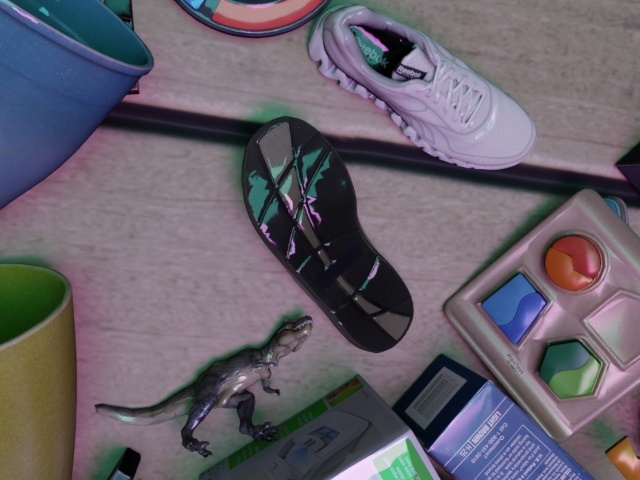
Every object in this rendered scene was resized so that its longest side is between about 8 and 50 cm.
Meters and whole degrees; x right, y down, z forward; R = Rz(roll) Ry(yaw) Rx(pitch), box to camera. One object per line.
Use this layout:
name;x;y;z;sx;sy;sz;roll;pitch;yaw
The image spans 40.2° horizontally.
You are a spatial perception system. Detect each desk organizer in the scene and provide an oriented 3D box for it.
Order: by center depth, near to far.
desk organizer;-0.230;-0.225;0.963;0.050;0.047;0.130;-5;94;-10

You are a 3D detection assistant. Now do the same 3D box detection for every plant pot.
plant pot;-0.342;-0.145;0.825;0.272;0.271;0.255;36;103;-9
plant pot;-0.360;0.209;0.878;0.275;0.275;0.293;-10;109;-8

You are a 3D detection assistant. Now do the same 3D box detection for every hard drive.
hard drive;-0.245;0.301;0.964;0.022;0.094;0.135;33;88;-5

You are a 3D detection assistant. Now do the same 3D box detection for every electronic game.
electronic game;-0.077;-0.343;0.978;0.229;0.048;0.229;0;93;-9

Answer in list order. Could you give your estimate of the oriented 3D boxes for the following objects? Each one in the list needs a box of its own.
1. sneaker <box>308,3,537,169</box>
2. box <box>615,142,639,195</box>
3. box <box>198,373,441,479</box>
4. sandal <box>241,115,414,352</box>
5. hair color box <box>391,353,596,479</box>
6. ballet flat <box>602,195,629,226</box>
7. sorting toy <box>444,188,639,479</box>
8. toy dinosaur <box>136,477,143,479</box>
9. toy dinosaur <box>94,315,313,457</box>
sneaker;0.123;-0.170;0.984;0.292;0.118;0.110;28;87;-10
box;0.517;-0.125;1.019;0.270;0.165;0.143;-42;99;-4
box;-0.001;0.276;0.916;0.231;0.262;0.126;-30;96;-5
sandal;-0.001;0.002;0.996;0.120;0.086;0.302;-34;112;-11
hair color box;0.251;0.291;0.998;0.347;0.174;0.105;43;86;-8
ballet flat;0.336;0.053;1.061;0.068;0.072;0.213;14;92;-36
sorting toy;0.319;0.122;0.993;0.229;0.041;0.307;-41;77;10
toy dinosaur;-0.217;0.380;0.895;0.127;0.295;0.200;41;60;15
toy dinosaur;-0.114;0.181;0.981;0.268;0.118;0.064;-24;138;-4
